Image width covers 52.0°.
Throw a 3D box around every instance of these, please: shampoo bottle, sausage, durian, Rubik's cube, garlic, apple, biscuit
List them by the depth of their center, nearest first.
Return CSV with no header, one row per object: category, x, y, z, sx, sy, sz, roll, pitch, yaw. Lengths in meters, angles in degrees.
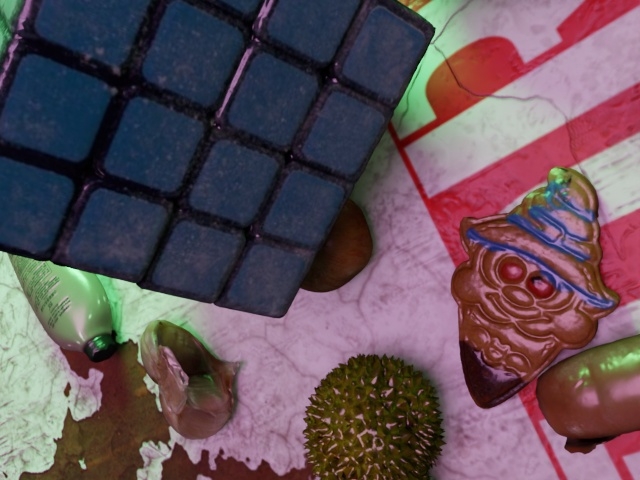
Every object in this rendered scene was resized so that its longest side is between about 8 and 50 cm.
sausage,0.395,0.086,0.576,0.419,0.094,0.094,-28,117,25
Rubik's cube,-0.160,-0.165,0.672,0.344,0.337,0.344,43,111,52
biscuit,0.218,0.055,0.708,0.183,0.043,0.280,26,100,29
durian,0.053,0.225,0.735,0.159,0.146,0.198,2,89,30
apple,0.000,-0.003,0.784,0.126,0.102,0.125,4,99,31
garlic,-0.187,0.185,0.902,0.174,0.099,0.124,58,134,19
shampoo bottle,-0.396,0.081,1.013,0.127,0.078,0.257,-46,69,16
